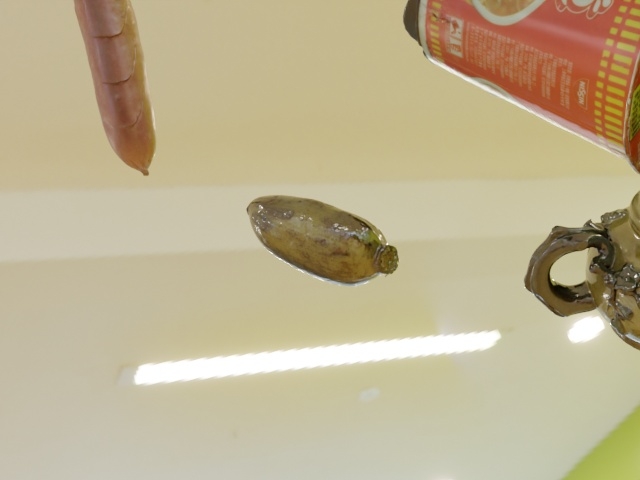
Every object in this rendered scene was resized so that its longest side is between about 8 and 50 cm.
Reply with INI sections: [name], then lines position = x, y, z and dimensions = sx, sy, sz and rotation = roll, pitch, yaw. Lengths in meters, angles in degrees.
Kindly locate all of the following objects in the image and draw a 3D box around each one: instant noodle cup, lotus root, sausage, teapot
[instant noodle cup]
position = 0.195, -0.173, 0.900
dimensions = 0.193, 0.212, 0.193
rotation = -34, -43, -39
[lotus root]
position = 0.000, 0.000, 1.240
dimensions = 0.080, 0.179, 0.089
rotation = -70, -18, -1
[sausage]
position = -0.295, -0.300, 1.575
dimensions = 0.088, 0.433, 0.088
rotation = -14, 2, 0
[teapot]
position = 0.331, 0.008, 1.075
dimensions = 0.269, 0.173, 0.182
rotation = 0, -54, -3

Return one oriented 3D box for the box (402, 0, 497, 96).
[box]
position = 0.205, -0.272, 1.357
dimensions = 0.042, 0.201, 0.212
rotation = -47, -11, -34
